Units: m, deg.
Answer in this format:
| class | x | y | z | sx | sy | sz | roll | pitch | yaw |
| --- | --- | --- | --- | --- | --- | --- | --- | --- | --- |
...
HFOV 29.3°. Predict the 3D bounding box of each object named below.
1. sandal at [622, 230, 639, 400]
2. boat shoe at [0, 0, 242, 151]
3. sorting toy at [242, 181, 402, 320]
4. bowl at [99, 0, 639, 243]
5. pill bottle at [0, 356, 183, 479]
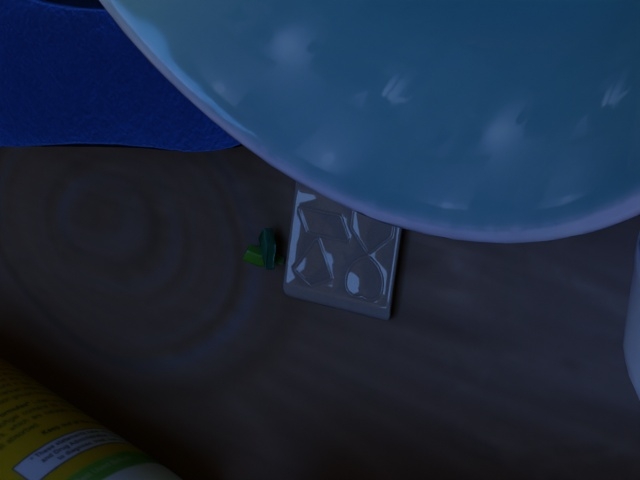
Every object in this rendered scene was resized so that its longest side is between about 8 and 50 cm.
| class | x | y | z | sx | sy | sz | roll | pitch | yaw |
| --- | --- | --- | --- | --- | --- | --- | --- | --- | --- |
| sandal | 0.153 | 0.025 | 0.331 | 0.169 | 0.102 | 0.416 | -18 | 54 | 29 |
| boat shoe | -0.111 | -0.087 | 0.600 | 0.258 | 0.089 | 0.109 | 19 | 117 | 24 |
| sorting toy | 0.000 | 0.000 | 0.578 | 0.083 | 0.012 | 0.062 | 12 | 106 | 27 |
| bowl | 0.038 | -0.171 | 0.380 | 0.311 | 0.163 | 0.311 | 32 | 147 | 24 |
| pill bottle | -0.195 | 0.125 | 0.637 | 0.245 | 0.136 | 0.136 | 27 | 108 | 27 |
